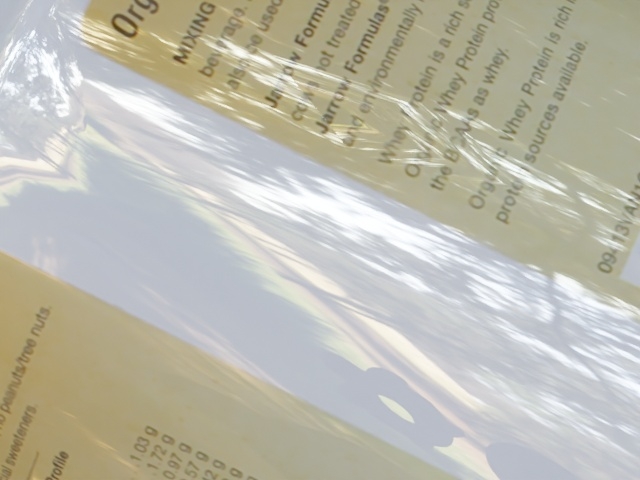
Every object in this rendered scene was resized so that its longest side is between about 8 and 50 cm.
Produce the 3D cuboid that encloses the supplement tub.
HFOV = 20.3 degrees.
[{"bbox_3d":[0.000,0.000,0.471,0.228,0.316,0.228,-63,179,-1],"label":"supplement tub"}]
